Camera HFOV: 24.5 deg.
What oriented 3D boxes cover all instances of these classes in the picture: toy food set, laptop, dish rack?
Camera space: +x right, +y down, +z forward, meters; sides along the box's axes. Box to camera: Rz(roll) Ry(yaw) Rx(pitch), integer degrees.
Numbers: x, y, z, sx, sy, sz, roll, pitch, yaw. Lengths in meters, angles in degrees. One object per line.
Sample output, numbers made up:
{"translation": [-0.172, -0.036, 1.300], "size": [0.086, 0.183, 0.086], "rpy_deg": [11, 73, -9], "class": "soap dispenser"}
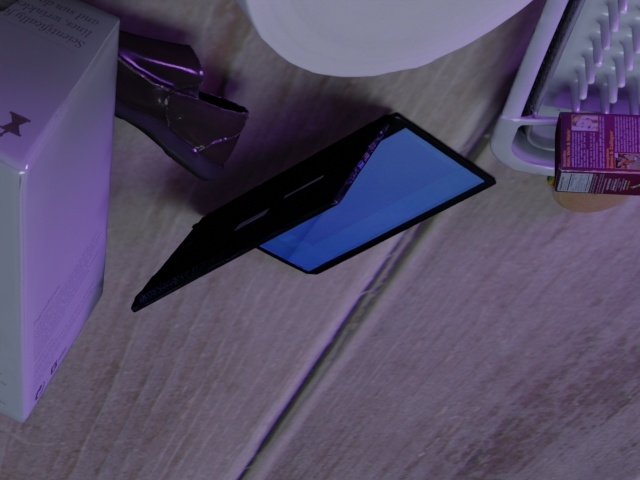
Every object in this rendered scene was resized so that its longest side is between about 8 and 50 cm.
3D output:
{"translation": [0.259, -0.054, 1.388], "size": [0.083, 0.020, 0.082], "rpy_deg": [-27, 143, 31], "class": "toy food set"}
{"translation": [0.000, 0.000, 1.320], "size": [0.234, 0.264, 0.136], "rpy_deg": [-28, 106, 31], "class": "laptop"}
{"translation": [0.295, -0.146, 1.143], "size": [0.285, 0.072, 0.333], "rpy_deg": [6, 156, -2], "class": "dish rack"}

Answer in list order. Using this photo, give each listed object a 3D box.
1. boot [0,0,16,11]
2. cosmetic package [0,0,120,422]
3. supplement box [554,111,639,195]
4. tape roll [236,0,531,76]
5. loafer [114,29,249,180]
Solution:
{"translation": [-0.157, -0.270, 0.860], "size": [0.229, 0.091, 0.263], "rpy_deg": [-28, 138, 10], "class": "boot"}
{"translation": [-0.284, -0.039, 1.127], "size": [0.217, 0.156, 0.385], "rpy_deg": [25, 145, 3], "class": "cosmetic package"}
{"translation": [0.229, -0.068, 1.172], "size": [0.083, 0.055, 0.043], "rpy_deg": [4, 156, 4], "class": "supplement box"}
{"translation": [0.058, -0.235, 0.888], "size": [0.286, 0.100, 0.286], "rpy_deg": [-23, 149, -15], "class": "tape roll"}
{"translation": [-0.137, -0.132, 1.160], "size": [0.078, 0.080, 0.220], "rpy_deg": [-48, 137, 3], "class": "loafer"}
